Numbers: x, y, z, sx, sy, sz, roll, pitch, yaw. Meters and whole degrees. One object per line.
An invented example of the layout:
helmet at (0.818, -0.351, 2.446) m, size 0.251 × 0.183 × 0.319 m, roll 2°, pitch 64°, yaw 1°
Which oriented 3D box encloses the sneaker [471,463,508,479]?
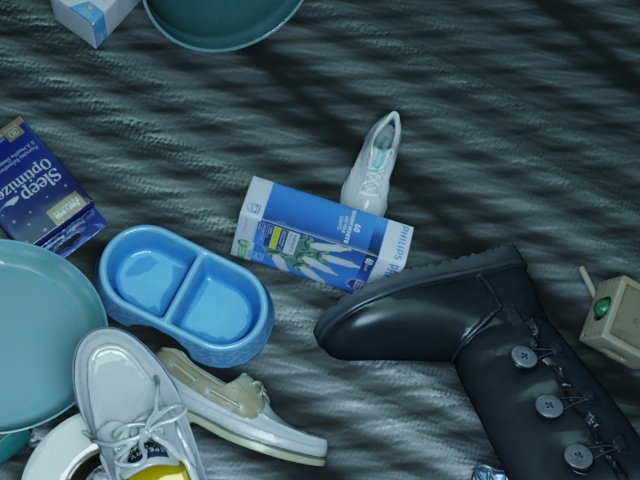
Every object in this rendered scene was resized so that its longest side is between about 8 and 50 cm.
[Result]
sneaker at (0.349, 0.328, 1.536) m, size 0.262 × 0.104 × 0.125 m, roll -27°, pitch 77°, yaw -14°

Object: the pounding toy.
pounding toy at (0.482, 0.120, 1.628) m, size 0.141 × 0.100 × 0.130 m, roll 28°, pitch 72°, yaw -10°

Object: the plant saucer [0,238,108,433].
plant saucer at (-0.469, 0.140, 1.449) m, size 0.318 × 0.043 × 0.317 m, roll 9°, pitch 53°, yaw -13°

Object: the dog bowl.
dog bowl at (-0.211, 0.080, 1.551) m, size 0.297 × 0.074 × 0.166 m, roll 26°, pitch 72°, yaw 2°

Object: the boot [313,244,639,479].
boot at (0.237, 0.244, 1.467) m, size 0.367 × 0.146 × 0.445 m, roll -19°, pitch 62°, yaw -13°

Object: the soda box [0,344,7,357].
soda box at (-0.536, 0.233, 1.432) m, size 0.074 × 0.069 × 0.216 m, roll 27°, pitch 52°, yaw 1°

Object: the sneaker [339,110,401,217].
sneaker at (0.086, -0.114, 1.636) m, size 0.080 × 0.094 × 0.212 m, roll 16°, pitch 73°, yaw -4°

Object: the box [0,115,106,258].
box at (-0.458, -0.073, 1.585) m, size 0.136 × 0.036 × 0.225 m, roll -40°, pitch 83°, yaw -16°

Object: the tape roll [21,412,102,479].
tape roll at (-0.286, 0.362, 1.408) m, size 0.246 × 0.169 × 0.246 m, roll 2°, pitch 74°, yaw -7°

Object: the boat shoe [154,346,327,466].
boat shoe at (-0.123, 0.248, 1.492) m, size 0.302 × 0.113 × 0.103 m, roll 20°, pitch 78°, yaw 0°

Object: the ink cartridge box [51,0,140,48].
ink cartridge box at (-0.364, -0.411, 1.668) m, size 0.092 × 0.090 × 0.143 m, roll 37°, pitch 72°, yaw 4°

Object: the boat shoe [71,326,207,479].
boat shoe at (-0.221, 0.270, 1.272) m, size 0.136 × 0.156 × 0.367 m, roll -20°, pitch 77°, yaw -13°

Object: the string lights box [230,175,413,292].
string lights box at (0.000, 0.000, 1.565) m, size 0.260 × 0.133 × 0.076 m, roll 18°, pitch 58°, yaw -1°

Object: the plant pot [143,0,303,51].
plant pot at (-0.176, -0.484, 1.636) m, size 0.293 × 0.293 × 0.196 m, roll -20°, pitch 50°, yaw -12°

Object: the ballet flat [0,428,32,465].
ballet flat at (-0.520, 0.330, 1.449) m, size 0.232 × 0.080 × 0.073 m, roll -41°, pitch 54°, yaw -19°
